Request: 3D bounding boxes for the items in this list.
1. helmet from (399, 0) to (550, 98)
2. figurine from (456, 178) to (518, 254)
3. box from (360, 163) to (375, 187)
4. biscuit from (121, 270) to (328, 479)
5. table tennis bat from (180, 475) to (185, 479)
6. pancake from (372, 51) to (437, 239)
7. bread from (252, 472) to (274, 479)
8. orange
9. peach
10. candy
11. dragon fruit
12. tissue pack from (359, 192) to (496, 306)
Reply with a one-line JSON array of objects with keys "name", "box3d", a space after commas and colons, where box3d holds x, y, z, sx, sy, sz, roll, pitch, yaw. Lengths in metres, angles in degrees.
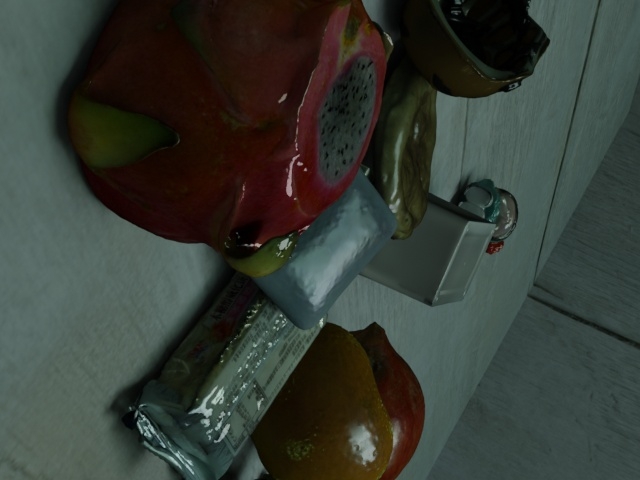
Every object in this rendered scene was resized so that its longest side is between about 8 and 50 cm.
[{"name": "helmet", "box3d": [0.183, -0.265, 1.322, 0.224, 0.198, 0.130, -34, 177, -44]}, {"name": "figurine", "box3d": [0.334, -0.052, 2.082, 0.138, 0.110, 0.245, -64, 156, 4]}, {"name": "box", "box3d": [0.045, -0.085, 1.349, 0.024, 0.054, 0.083, -58, 161, -6]}, {"name": "biscuit", "box3d": [-0.096, 0.132, 1.177, 0.309, 0.079, 0.186, -56, 139, -26]}, {"name": "table tennis bat", "box3d": [-0.134, 0.217, 1.294, 0.201, 0.033, 0.124, -70, 168, 21]}, {"name": "pancake", "box3d": [0.127, -0.133, 1.426, 0.294, 0.049, 0.295, 8, 90, -74]}, {"name": "bread", "box3d": [-0.081, 0.446, 1.381, 0.236, 0.198, 0.263, -48, 158, 0]}, {"name": "orange", "box3d": [-0.009, 0.222, 1.317, 0.179, 0.237, 0.158, -21, 171, 8]}, {"name": "peach", "box3d": [0.052, 0.242, 1.512, 0.257, 0.232, 0.232, -66, 161, 13]}, {"name": "candy", "box3d": [0.000, 0.000, 1.141, 0.174, 0.071, 0.138, -48, 125, -12]}, {"name": "dragon fruit", "box3d": [-0.050, -0.113, 0.857, 0.291, 0.189, 0.291, -52, 158, -31]}, {"name": "tissue pack", "box3d": [0.187, 0.012, 1.720, 0.159, 0.136, 0.246, -67, 160, 7]}]
